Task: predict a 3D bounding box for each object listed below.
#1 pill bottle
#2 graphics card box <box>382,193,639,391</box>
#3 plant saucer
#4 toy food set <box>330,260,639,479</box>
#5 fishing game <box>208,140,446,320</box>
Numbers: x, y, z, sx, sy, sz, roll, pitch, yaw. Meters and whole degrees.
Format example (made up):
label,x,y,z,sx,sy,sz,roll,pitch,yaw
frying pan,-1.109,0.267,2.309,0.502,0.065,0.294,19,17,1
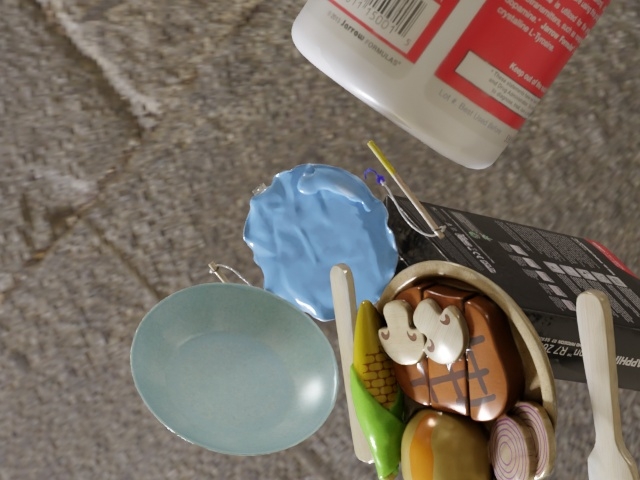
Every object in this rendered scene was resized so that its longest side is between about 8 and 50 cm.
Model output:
label,x,y,z,sx,sy,sz,roll,pitch,yaw
pill bottle,0.174,-0.287,1.350,0.229,0.229,0.407,37,100,9
graphics card box,0.251,0.067,1.777,0.094,0.371,0.233,-61,41,21
plant saucer,-0.080,0.125,1.380,0.195,0.195,0.037,31,139,11
toy food set,0.065,0.076,0.747,0.192,0.038,0.132,3,107,48
fishing game,0.000,0.000,1.714,0.264,0.041,0.189,-41,91,25
